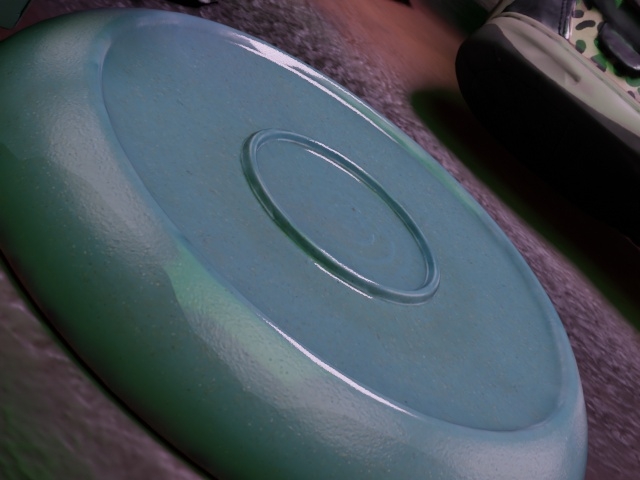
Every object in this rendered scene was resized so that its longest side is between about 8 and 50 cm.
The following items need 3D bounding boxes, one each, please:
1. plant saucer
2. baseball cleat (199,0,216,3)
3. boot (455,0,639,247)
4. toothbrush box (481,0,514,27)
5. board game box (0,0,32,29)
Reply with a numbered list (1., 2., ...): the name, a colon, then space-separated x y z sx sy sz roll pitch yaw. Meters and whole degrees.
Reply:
1. plant saucer: 0.000 0.000 0.577 0.317 0.044 0.318 31 25 -17
2. baseball cleat: -0.078 -0.194 0.786 0.109 0.072 0.206 50 23 -17
3. boot: 0.311 -0.093 0.898 0.377 0.284 0.138 38 -20 9
4. toothbrush box: 0.310 -0.165 1.092 0.295 0.216 0.126 38 22 -2
5. board game box: -0.187 -0.246 0.601 0.142 0.144 0.275 20 31 -38
